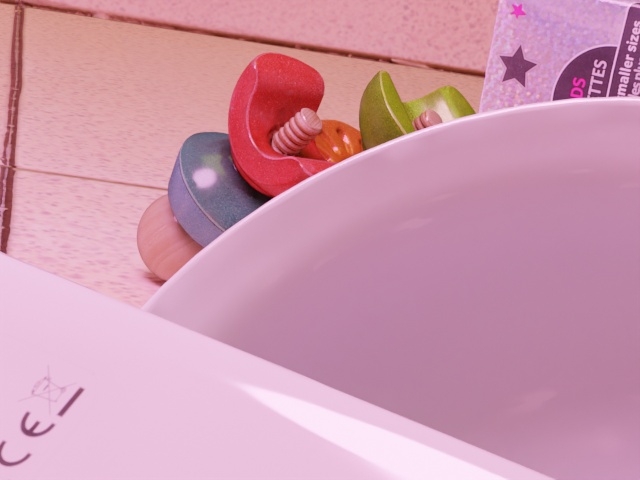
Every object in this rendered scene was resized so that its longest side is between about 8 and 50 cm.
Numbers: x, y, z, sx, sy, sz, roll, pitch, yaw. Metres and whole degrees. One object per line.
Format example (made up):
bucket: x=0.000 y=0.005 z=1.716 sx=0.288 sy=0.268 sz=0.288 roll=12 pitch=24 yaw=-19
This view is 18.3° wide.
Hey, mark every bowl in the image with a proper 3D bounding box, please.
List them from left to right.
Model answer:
bowl: x=0.068 y=0.108 z=0.574 sx=0.298 sy=0.134 sz=0.298 roll=-14 pitch=45 yaw=14

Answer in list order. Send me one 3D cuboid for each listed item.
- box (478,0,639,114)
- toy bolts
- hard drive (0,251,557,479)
box: x=0.157 y=-0.004 z=1.020 sx=0.142 sy=0.247 sz=0.163 roll=14 pitch=13 yaw=24
toy bolts: x=0.000 y=0.000 z=1.270 sx=0.228 sy=0.158 sz=0.218 roll=11 pitch=48 yaw=-45
hard drive: x=-0.057 y=0.117 z=0.501 sx=0.307 sy=0.203 sz=0.040 roll=20 pitch=-29 yaw=37
